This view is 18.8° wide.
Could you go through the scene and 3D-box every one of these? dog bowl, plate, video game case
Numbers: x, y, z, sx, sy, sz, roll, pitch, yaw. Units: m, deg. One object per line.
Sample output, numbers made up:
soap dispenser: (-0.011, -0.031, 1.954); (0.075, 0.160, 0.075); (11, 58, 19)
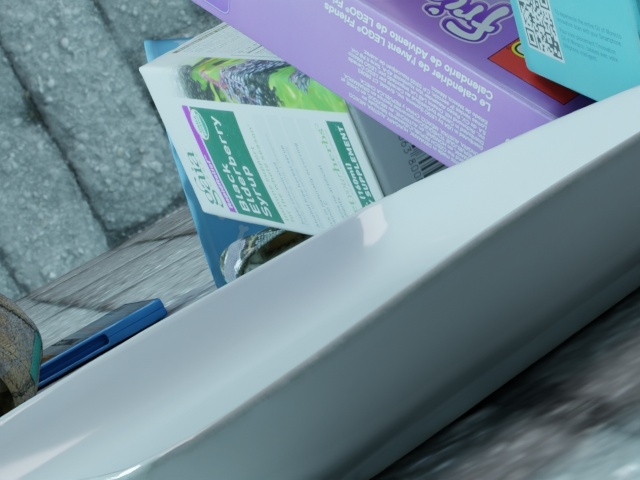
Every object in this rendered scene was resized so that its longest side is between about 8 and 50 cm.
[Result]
dog bowl: (-0.052, -0.059, 1.256); (0.074, 0.166, 0.297); (-16, 4, 0)
plate: (0.001, 0.031, 0.602); (0.278, 0.045, 0.277); (-32, 5, -33)
video game case: (-0.189, 0.087, 1.309); (0.166, 0.015, 0.119); (-30, 5, -17)

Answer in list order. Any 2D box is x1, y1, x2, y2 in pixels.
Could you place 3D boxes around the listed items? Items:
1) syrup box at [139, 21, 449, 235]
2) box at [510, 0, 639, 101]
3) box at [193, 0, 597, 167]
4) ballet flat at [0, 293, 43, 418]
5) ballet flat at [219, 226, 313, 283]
syrup box: (0.006, -0.063, 0.979); (0.096, 0.093, 0.237); (-30, 19, -23)
box: (0.196, -0.123, 0.716); (0.244, 0.060, 0.100); (-24, 25, -14)
box: (0.053, -0.139, 0.863); (0.201, 0.293, 0.057); (-33, -35, -36)
ballet flat: (-0.289, 0.124, 1.010); (0.316, 0.107, 0.106); (-31, 31, -4)
ballet flat: (0.000, 0.000, 1.047); (0.114, 0.041, 0.041); (-28, 5, 5)
